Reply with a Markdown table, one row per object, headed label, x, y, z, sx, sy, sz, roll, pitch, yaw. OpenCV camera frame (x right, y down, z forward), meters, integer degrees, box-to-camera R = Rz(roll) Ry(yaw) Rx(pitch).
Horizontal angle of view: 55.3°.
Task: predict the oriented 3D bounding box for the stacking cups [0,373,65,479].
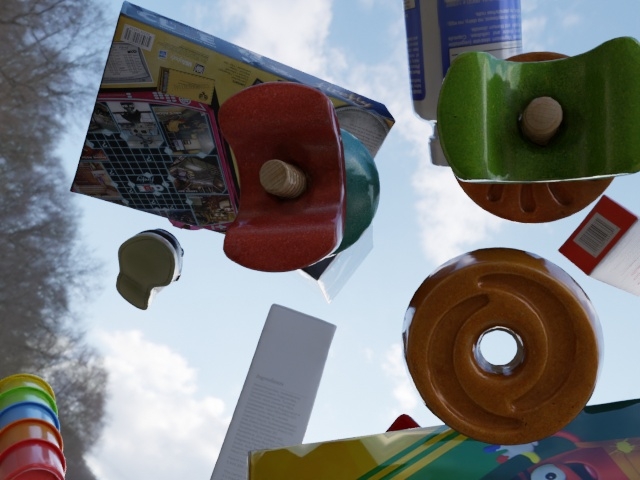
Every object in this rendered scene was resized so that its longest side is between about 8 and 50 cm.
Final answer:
| label | x | y | z | sx | sy | sz | roll | pitch | yaw |
| --- | --- | --- | --- | --- | --- | --- | --- | --- | --- |
| stacking cups | -0.366 | 0.245 | 0.738 | 0.096 | 0.096 | 0.316 | 55 | -19 | -18 |

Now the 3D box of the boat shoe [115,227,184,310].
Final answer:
| label | x | y | z | sx | sy | sz | roll | pitch | yaw |
| --- | --- | --- | --- | --- | --- | --- | --- | --- | --- |
| boat shoe | -0.345 | 0.042 | 1.288 | 0.127 | 0.113 | 0.340 | 35 | -35 | -1 |

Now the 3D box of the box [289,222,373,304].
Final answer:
| label | x | y | z | sx | sy | sz | roll | pitch | yaw |
| --- | --- | --- | --- | --- | --- | --- | --- | --- | --- |
| box | 0.000 | 0.000 | 1.163 | 0.143 | 0.165 | 0.270 | 36 | -9 | 12 |

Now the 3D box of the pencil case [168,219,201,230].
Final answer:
| label | x | y | z | sx | sy | sz | roll | pitch | yaw |
| --- | --- | --- | --- | --- | --- | --- | --- | --- | --- |
| pencil case | -0.222 | -0.108 | 1.070 | 0.095 | 0.098 | 0.209 | 21 | -49 | 7 |

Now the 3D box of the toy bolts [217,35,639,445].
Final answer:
| label | x | y | z | sx | sy | sz | roll | pitch | yaw |
| --- | --- | --- | --- | --- | --- | --- | --- | --- | --- |
| toy bolts | 0.063 | -0.006 | 0.380 | 0.228 | 0.158 | 0.219 | 3 | -90 | 15 |

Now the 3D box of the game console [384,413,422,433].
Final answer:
| label | x | y | z | sx | sy | sz | roll | pitch | yaw |
| --- | --- | --- | --- | --- | --- | --- | --- | --- | --- |
| game console | 0.125 | 0.309 | 0.747 | 0.085 | 0.124 | 0.144 | 40 | -1 | -43 |

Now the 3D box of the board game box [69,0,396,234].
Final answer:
| label | x | y | z | sx | sy | sz | roll | pitch | yaw |
| --- | --- | --- | --- | --- | --- | --- | --- | --- | --- |
| board game box | -0.078 | -0.085 | 0.548 | 0.243 | 0.042 | 0.165 | 17 | -61 | -22 |

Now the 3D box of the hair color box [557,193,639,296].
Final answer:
| label | x | y | z | sx | sy | sz | roll | pitch | yaw |
| --- | --- | --- | --- | --- | --- | --- | --- | --- | --- |
| hair color box | 0.306 | 0.009 | 0.618 | 0.072 | 0.141 | 0.043 | -56 | -134 | 18 |

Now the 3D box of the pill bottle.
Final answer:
| label | x | y | z | sx | sy | sz | roll | pitch | yaw |
| --- | --- | --- | --- | --- | --- | --- | --- | --- | --- |
| pill bottle | 0.192 | -0.242 | 0.817 | 0.152 | 0.152 | 0.272 | 4 | -70 | 36 |

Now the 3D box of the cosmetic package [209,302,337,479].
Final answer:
| label | x | y | z | sx | sy | sz | roll | pitch | yaw |
| --- | --- | --- | --- | --- | --- | --- | --- | --- | --- |
| cosmetic package | -0.054 | 0.201 | 0.680 | 0.085 | 0.231 | 0.117 | 18 | -23 | 3 |

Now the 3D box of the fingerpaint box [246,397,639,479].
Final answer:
| label | x | y | z | sx | sy | sz | roll | pitch | yaw |
| --- | --- | --- | --- | --- | --- | --- | --- | --- | --- |
| fingerpaint box | 0.149 | 0.360 | 0.486 | 0.370 | 0.163 | 0.445 | -7 | -66 | -3 |
